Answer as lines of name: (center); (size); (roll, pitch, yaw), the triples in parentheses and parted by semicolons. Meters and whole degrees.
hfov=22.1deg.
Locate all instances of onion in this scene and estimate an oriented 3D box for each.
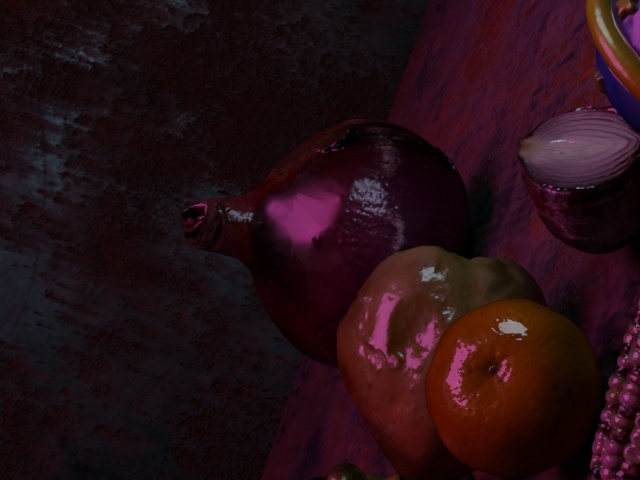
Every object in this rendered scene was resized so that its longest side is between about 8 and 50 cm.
onion: (0.258, -0.048, 1.494); (0.206, 0.151, 0.098); (-60, -38, -59)
onion: (0.000, 0.000, 2.176); (0.348, 0.385, 0.348); (-173, 90, -74)

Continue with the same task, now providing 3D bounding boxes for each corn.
corn: (0.238, 0.136, 1.144); (0.092, 0.092, 0.280); (-137, 65, -82)

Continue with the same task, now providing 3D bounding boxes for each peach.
peach: (0.116, 0.124, 1.601); (0.214, 0.214, 0.235); (130, 154, -70)

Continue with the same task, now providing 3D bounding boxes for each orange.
orange: (0.172, 0.131, 1.436); (0.136, 0.159, 0.159); (39, -113, -59)

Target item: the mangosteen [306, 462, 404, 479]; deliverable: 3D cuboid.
mangosteen: (0.022, 0.332, 1.963); (0.156, 0.145, 0.181); (-69, -2, -65)

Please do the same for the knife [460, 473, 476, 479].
knife: (0.120, 0.303, 1.794); (0.331, 0.044, 0.080); (114, 168, -75)

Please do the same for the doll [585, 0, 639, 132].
doll: (0.322, -0.147, 1.205); (0.242, 0.159, 0.311); (-51, 39, 29)
